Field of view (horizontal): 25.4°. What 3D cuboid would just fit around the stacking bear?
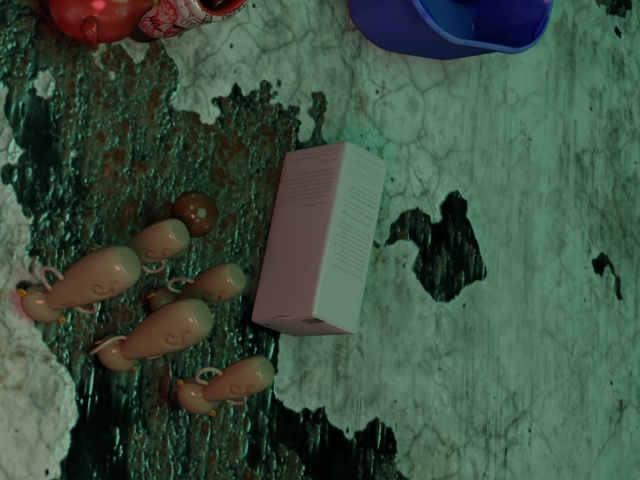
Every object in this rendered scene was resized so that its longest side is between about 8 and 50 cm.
[{"bbox_3d":[-0.238,-0.358,1.543,0.164,0.175,0.289,0,95,-15],"label":"stacking bear"}]

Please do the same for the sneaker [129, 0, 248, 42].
[{"bbox_3d":[-0.106,-0.321,1.673,0.270,0.145,0.090,-43,115,-40],"label":"sneaker"}]

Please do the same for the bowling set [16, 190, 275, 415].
[{"bbox_3d":[-0.176,0.055,1.586,0.287,0.154,0.200,44,38,-31],"label":"bowling set"}]

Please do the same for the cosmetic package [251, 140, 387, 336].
[{"bbox_3d":[0.000,0.000,1.762,0.085,0.117,0.231,24,69,-39],"label":"cosmetic package"}]

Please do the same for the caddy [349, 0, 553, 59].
[{"bbox_3d":[0.191,-0.376,1.956,0.341,0.179,0.241,0,84,-45],"label":"caddy"}]
